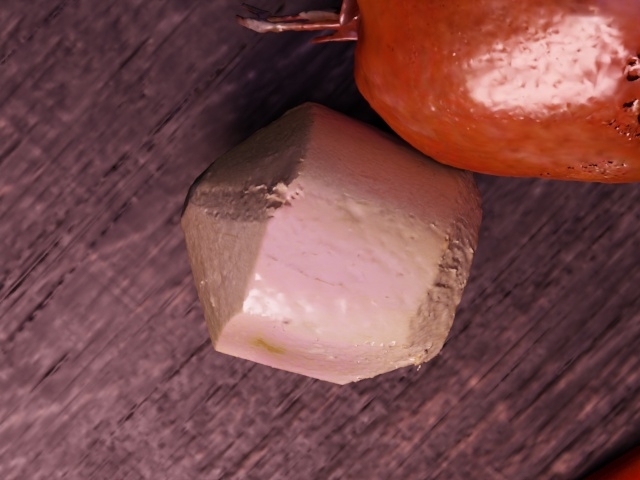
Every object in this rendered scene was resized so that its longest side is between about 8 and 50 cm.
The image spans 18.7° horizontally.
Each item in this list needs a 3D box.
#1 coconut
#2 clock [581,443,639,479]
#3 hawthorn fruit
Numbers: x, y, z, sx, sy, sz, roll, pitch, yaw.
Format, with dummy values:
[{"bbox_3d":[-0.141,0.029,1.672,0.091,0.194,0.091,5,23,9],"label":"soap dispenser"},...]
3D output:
[{"bbox_3d":[0.000,0.000,1.061,0.152,0.147,0.147,19,102,-10],"label":"coconut"},{"bbox_3d":[0.169,0.206,1.164,0.155,0.061,0.113,-33,104,7],"label":"clock"},{"bbox_3d":[0.097,-0.127,1.003,0.299,0.211,0.211,-7,105,14],"label":"hawthorn fruit"}]
